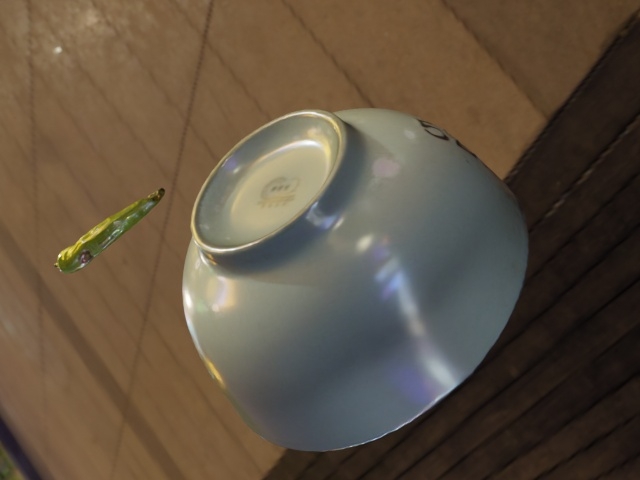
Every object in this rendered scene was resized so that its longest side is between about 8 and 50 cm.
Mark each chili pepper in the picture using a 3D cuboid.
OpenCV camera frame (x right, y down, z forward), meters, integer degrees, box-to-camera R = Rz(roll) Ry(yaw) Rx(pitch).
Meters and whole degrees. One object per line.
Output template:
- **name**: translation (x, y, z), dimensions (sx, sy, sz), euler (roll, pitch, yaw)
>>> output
- **chili pepper**: translation (-0.318, -0.010, 1.636), dimensions (0.043, 0.208, 0.049), euler (59, -172, 21)

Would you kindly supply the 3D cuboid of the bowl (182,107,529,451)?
- **bowl**: translation (0.000, 0.000, 1.037), dimensions (0.354, 0.354, 0.185), euler (23, 159, 52)
